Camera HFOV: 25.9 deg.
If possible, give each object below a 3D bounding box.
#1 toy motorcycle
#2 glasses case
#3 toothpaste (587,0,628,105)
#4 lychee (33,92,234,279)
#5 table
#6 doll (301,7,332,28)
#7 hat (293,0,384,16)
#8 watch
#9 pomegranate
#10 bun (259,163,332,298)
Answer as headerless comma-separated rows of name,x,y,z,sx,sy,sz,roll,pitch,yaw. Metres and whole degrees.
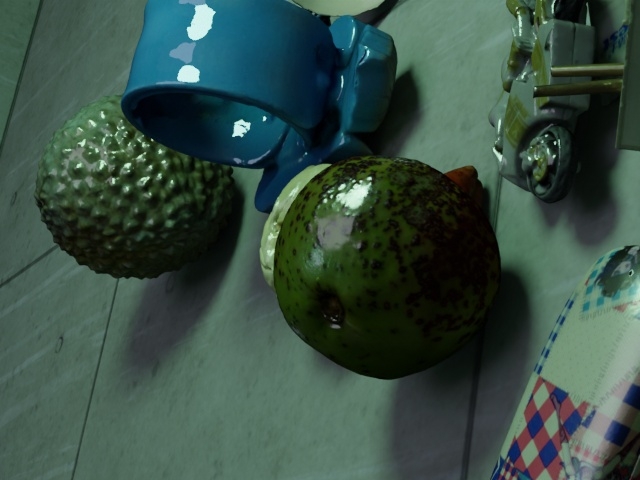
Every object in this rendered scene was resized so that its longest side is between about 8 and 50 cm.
toy motorcycle,0.192,-0.126,1.230,0.152,0.073,0.225,130,147,-67
glasses case,0.189,0.160,1.026,0.328,0.076,0.125,-68,24,1
toothpaste,0.261,-0.278,1.242,0.100,0.066,0.323,-41,44,51
lychee,-0.247,-0.067,1.864,0.274,0.255,0.255,31,99,42
table,0.226,-0.200,1.029,0.121,0.111,0.240,-43,-41,-61
doll,-0.033,-0.261,1.805,0.195,0.070,0.096,-14,89,56
hat,0.030,-0.404,1.683,0.161,0.232,0.275,60,-152,-77
watch,-0.071,-0.176,1.567,0.305,0.274,0.241,-27,47,61
pomegranate,0.080,0.006,1.269,0.248,0.214,0.214,-40,6,-37
bun,0.000,0.000,1.483,0.164,0.111,0.188,-29,43,49
